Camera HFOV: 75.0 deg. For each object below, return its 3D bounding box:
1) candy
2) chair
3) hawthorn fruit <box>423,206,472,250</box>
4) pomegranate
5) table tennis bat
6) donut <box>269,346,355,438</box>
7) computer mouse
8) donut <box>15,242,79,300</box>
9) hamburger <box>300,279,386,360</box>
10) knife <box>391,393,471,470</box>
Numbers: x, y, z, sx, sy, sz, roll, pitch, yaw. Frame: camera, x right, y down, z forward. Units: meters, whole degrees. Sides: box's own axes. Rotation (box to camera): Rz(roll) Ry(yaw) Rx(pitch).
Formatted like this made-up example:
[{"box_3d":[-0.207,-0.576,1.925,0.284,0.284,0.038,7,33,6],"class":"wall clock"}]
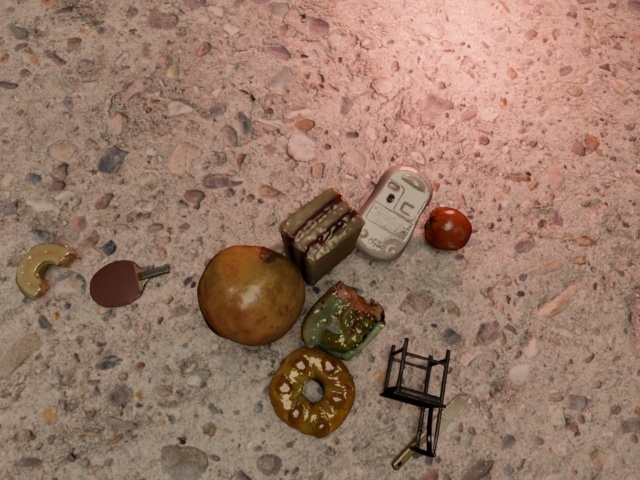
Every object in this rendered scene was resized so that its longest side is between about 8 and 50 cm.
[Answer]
[{"box_3d":[0.000,0.000,1.106,0.179,0.320,0.135,-39,79,-11],"class":"candy"},{"box_3d":[0.243,0.409,1.095,0.141,0.154,0.260,16,67,0],"class":"chair"},{"box_3d":[0.384,-0.031,1.248,0.138,0.133,0.133,21,74,-10],"class":"hawthorn fruit"},{"box_3d":[-0.174,0.140,1.076,0.281,0.281,0.281,1,75,-5],"class":"pomegranate"},{"box_3d":[-0.537,0.111,1.178,0.220,0.019,0.130,-18,77,-8],"class":"table tennis bat"},{"box_3d":[-0.020,0.394,1.101,0.227,0.114,0.226,1,74,-5],"class":"donut"},{"box_3d":[0.208,-0.084,1.251,0.184,0.121,0.297,27,89,-7],"class":"computer mouse"},{"box_3d":[-0.759,0.073,1.143,0.108,0.065,0.166,33,75,4],"class":"donut"},{"box_3d":[0.054,0.214,1.097,0.167,0.288,0.192,43,95,6],"class":"hamburger"},{"box_3d":[0.311,0.522,1.148,0.298,0.017,0.047,-40,88,-15],"class":"knife"}]
